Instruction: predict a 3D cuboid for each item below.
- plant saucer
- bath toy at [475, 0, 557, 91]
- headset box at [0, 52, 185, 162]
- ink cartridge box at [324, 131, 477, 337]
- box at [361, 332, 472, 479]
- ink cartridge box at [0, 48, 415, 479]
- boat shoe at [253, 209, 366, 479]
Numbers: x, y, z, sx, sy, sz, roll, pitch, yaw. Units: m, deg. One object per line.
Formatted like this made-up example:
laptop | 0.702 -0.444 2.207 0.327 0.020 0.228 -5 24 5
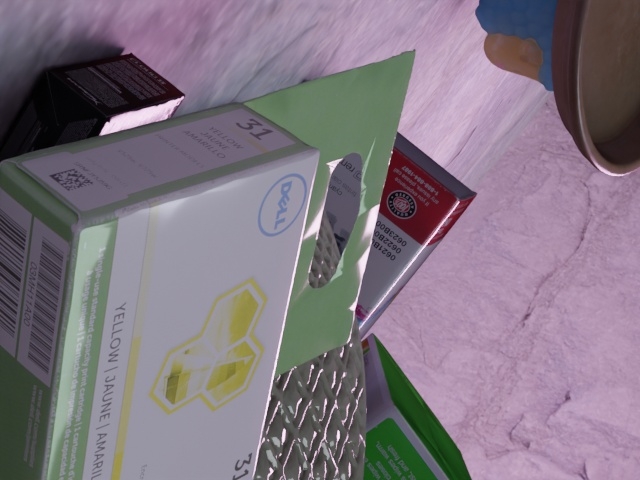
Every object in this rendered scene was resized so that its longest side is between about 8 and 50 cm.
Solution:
plant saucer | 0.272 -0.194 1.269 0.278 0.041 0.278 -28 126 -47
bath toy | 0.275 -0.279 1.378 0.348 0.129 0.151 -47 172 -36
headset box | -0.093 -0.039 0.586 0.062 0.032 0.083 -54 174 21
ink cartridge box | 0.000 0.000 1.008 0.176 0.128 0.127 -53 174 10
box | -0.013 0.200 1.018 0.231 0.127 0.262 -35 -175 4
ink cartridge box | -0.034 0.024 0.612 0.235 0.056 0.171 -20 133 -43
boat shoe | -0.071 0.180 0.782 0.187 0.156 0.500 22 67 -64
